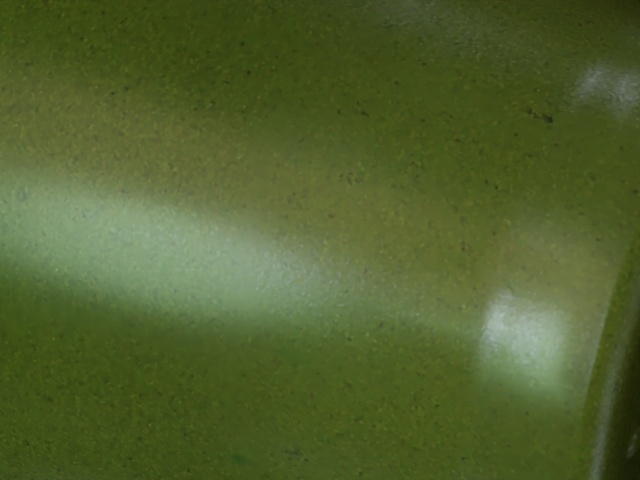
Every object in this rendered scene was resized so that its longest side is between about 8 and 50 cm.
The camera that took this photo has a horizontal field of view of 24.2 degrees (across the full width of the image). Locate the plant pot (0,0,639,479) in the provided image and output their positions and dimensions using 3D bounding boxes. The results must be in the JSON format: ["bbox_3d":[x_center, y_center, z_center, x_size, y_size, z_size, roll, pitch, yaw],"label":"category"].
[{"bbox_3d":[0.000,0.000,0.638,0.353,0.366,0.366,16,86,28],"label":"plant pot"}]
